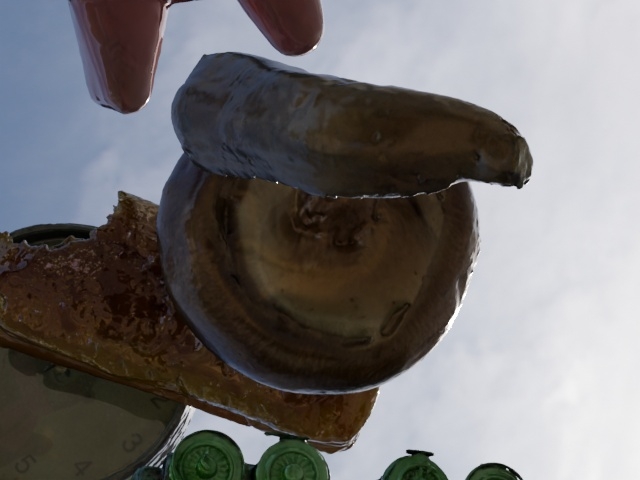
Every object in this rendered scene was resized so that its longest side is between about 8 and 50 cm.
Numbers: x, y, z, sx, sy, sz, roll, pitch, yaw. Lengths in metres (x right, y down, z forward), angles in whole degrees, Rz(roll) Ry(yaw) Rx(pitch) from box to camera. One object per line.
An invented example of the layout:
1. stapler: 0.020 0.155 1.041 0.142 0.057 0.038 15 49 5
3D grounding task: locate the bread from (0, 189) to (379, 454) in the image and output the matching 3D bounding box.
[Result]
1. bread: -0.118 0.057 1.092 0.380 0.109 0.185 17 -115 4

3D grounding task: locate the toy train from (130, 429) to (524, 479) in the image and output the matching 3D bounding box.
1. toy train: 0.011 0.181 0.692 0.251 0.085 0.119 9 -118 -9

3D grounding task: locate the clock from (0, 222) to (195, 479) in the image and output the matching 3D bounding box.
1. clock: -0.250 0.115 1.158 0.280 0.055 0.281 1 -108 -2

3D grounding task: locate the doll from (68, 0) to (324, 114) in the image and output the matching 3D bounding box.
1. doll: -0.058 -0.141 0.311 0.262 0.093 0.211 -25 -74 -18

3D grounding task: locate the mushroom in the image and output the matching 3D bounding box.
1. mushroom: 0.000 0.000 0.933 0.253 0.153 0.253 1 -98 -10

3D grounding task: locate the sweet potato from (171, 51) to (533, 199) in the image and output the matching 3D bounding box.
1. sweet potato: -0.005 -0.055 0.572 0.081 0.233 0.062 -14 -72 -34
